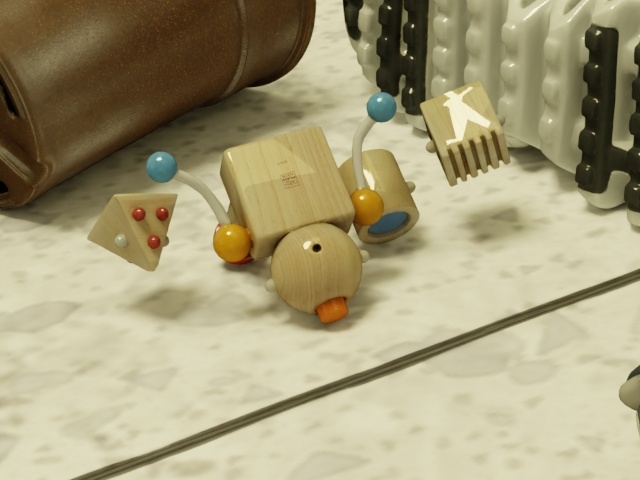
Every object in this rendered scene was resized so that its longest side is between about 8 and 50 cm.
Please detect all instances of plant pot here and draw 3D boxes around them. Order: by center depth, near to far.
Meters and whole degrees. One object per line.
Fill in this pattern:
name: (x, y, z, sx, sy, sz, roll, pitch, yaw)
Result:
plant pot: (-0.117, -0.107, 0.879, 0.167, 0.167, 0.165, 16, 44, 41)

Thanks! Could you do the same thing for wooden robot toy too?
wooden robot toy: (0.000, 0.000, 0.740, 0.173, 0.076, 0.079, -16, 62, -14)

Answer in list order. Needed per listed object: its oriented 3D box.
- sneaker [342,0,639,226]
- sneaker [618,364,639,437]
sneaker: (0.112, -0.094, 0.840, 0.118, 0.110, 0.292, -16, 34, -31)
sneaker: (0.171, 0.074, 0.462, 0.163, 0.086, 0.226, -8, 14, -22)
